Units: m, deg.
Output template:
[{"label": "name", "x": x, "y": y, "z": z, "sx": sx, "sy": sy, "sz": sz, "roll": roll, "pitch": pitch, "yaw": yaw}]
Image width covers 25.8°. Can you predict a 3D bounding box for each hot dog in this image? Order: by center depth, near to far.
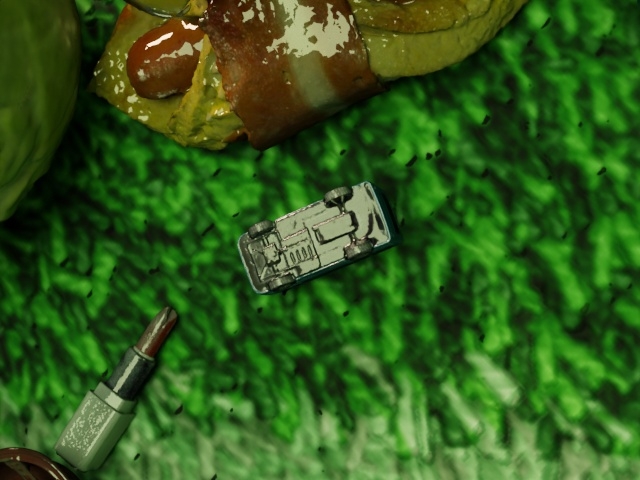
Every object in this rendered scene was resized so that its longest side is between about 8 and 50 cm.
[{"label": "hot dog", "x": -0.021, "y": -0.120, "z": 0.748, "sx": 0.262, "sy": 0.093, "sz": 0.123, "roll": -22, "pitch": 81, "yaw": 18}]

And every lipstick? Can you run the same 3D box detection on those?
[{"label": "lipstick", "x": -0.115, "y": 0.084, "z": 0.812, "sx": 0.025, "sy": 0.025, "sz": 0.107, "roll": 34, "pitch": 93, "yaw": 18}]

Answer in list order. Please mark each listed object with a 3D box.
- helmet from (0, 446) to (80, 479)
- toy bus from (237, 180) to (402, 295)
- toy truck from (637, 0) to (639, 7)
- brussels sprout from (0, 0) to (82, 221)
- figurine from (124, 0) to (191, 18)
[{"label": "helmet", "x": -0.171, "y": 0.168, "z": 0.811, "sx": 0.111, "sy": 0.057, "sz": 0.089, "roll": -45, "pitch": 77, "yaw": 13}, {"label": "toy bus", "x": 0.000, "y": 0.000, "z": 0.762, "sx": 0.083, "sy": 0.046, "sz": 0.038, "roll": -23, "pitch": 81, "yaw": 16}, {"label": "toy truck", "x": 0.186, "y": -0.169, "z": 0.642, "sx": 0.363, "sy": 0.176, "sz": 0.178, "roll": 45, "pitch": 112, "yaw": 17}, {"label": "brussels sprout", "x": -0.245, "y": -0.098, "z": 0.762, "sx": 0.244, "sy": 0.244, "sz": 0.244, "roll": -1, "pitch": 88, "yaw": 20}, {"label": "figurine", "x": -0.057, "y": -0.239, "z": 0.703, "sx": 0.143, "sy": 0.162, "sz": 0.263, "roll": 15, "pitch": 57, "yaw": -4}]
